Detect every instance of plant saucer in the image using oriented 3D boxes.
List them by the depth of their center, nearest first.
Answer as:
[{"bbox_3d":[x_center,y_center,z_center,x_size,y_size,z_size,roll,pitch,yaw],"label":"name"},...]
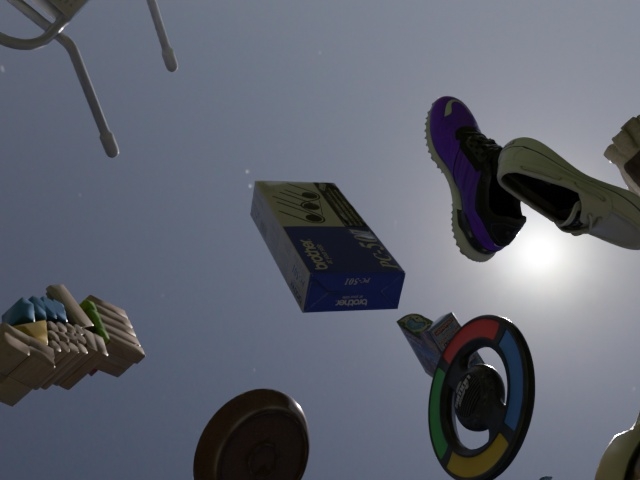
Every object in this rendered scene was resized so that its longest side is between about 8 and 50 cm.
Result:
[{"bbox_3d":[-0.075,0.267,0.973,0.168,0.168,0.029,-31,-157,-30],"label":"plant saucer"}]

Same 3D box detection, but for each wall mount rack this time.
[{"bbox_3d":[-0.307,-0.292,0.995,0.304,0.130,0.350,41,-135,-21],"label":"wall mount rack"}]

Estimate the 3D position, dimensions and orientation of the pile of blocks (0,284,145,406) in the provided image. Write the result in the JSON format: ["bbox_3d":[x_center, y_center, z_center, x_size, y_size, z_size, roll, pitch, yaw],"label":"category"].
[{"bbox_3d":[-0.401,0.155,1.157,0.113,0.362,0.149,-41,-102,7],"label":"pile of blocks"}]

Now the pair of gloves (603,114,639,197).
[{"bbox_3d":[0.535,-0.134,1.099,0.204,0.240,0.042,47,-146,19],"label":"pair of gloves"}]

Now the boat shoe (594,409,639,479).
[{"bbox_3d":[0.302,0.173,0.642,0.091,0.109,0.305,6,-162,34],"label":"boat shoe"}]

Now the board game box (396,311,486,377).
[{"bbox_3d":[0.231,0.202,1.473,0.060,0.194,0.194,-37,-151,-13],"label":"board game box"}]

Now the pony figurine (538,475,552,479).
[{"bbox_3d":[0.328,0.495,1.161,0.364,0.351,0.303,14,-152,-42],"label":"pony figurine"}]

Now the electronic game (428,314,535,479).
[{"bbox_3d":[0.213,0.213,1.073,0.048,0.229,0.229,15,-141,-20],"label":"electronic game"}]

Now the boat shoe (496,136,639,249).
[{"bbox_3d":[0.361,-0.046,1.124,0.258,0.095,0.084,28,-130,0],"label":"boat shoe"}]

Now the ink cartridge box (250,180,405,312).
[{"bbox_3d":[0.000,0.000,0.808,0.097,0.046,0.207,0,-152,-20],"label":"ink cartridge box"}]

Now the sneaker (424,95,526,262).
[{"bbox_3d":[0.267,-0.125,1.283,0.102,0.146,0.293,-3,-112,-27],"label":"sneaker"}]
